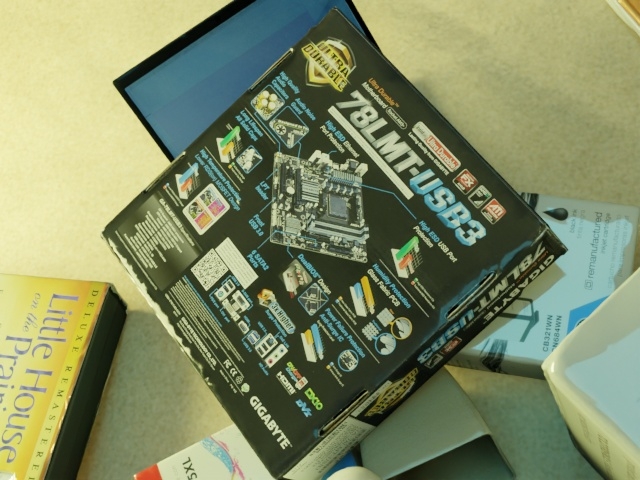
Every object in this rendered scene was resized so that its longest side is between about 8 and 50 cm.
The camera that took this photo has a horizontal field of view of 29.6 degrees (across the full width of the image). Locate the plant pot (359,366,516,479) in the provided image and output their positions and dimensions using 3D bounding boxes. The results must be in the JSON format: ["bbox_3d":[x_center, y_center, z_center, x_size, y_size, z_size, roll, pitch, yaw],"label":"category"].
[{"bbox_3d":[0.088,0.164,1.024,0.109,0.109,0.096,-26,53,6],"label":"plant pot"}]

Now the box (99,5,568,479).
[{"bbox_3d":[0.000,0.000,1.017,0.293,0.073,0.295,-43,61,6],"label":"box"}]

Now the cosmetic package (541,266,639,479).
[{"bbox_3d":[0.413,0.140,0.814,0.329,0.327,0.393,-44,66,-3],"label":"cosmetic package"}]

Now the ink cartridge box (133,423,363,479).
[{"bbox_3d":[-0.068,0.237,1.050,0.231,0.078,0.134,-28,66,5],"label":"ink cartridge box"}]

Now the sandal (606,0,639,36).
[{"bbox_3d":[0.342,-0.197,1.096,0.102,0.076,0.265,-40,65,-1],"label":"sandal"}]

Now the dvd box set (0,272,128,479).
[{"bbox_3d":[-0.421,0.166,1.159,0.420,0.062,0.308,4,61,17],"label":"dvd box set"}]

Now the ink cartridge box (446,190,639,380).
[{"bbox_3d":[0.161,0.037,1.043,0.203,0.086,0.148,7,78,13],"label":"ink cartridge box"}]

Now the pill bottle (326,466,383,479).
[{"bbox_3d":[0.088,0.330,0.887,0.323,0.181,0.181,40,84,3],"label":"pill bottle"}]

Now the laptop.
[{"bbox_3d":[-0.017,-0.088,1.125,0.234,0.136,0.264,-33,65,2],"label":"laptop"}]
